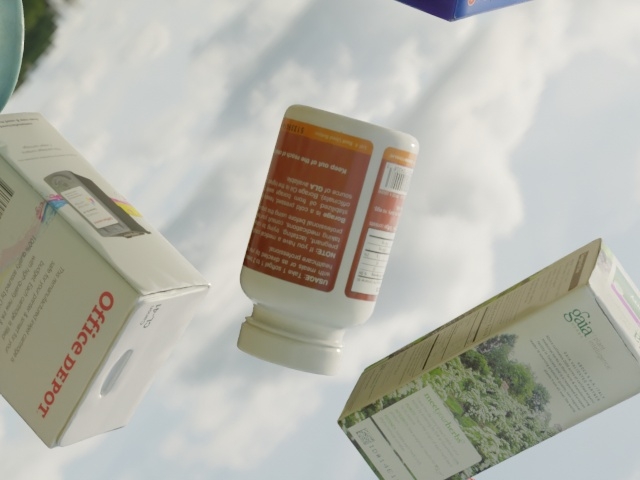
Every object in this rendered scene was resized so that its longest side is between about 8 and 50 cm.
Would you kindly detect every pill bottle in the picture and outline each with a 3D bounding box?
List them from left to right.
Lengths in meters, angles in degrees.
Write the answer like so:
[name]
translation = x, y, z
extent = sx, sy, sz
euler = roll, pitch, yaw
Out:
[pill bottle]
translation = 0.000, 0.000, 1.453
extent = 0.121, 0.121, 0.216
euler = -151, -103, -76

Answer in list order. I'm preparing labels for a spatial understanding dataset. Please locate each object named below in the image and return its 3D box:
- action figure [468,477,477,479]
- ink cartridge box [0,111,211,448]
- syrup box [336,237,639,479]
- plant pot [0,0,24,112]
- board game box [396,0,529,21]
[action figure]
translation = 0.139, 0.259, 1.898
extent = 0.038, 0.115, 0.030
euler = 16, 104, -59
[ink cartridge box]
translation = -0.298, 0.039, 1.838
extent = 0.131, 0.306, 0.226
euler = -13, 141, -56
[syrup box]
translation = 0.139, 0.103, 1.298
extent = 0.237, 0.093, 0.096
euler = -32, -170, 25
[plant pot]
translation = -0.420, -0.194, 1.537
extent = 0.255, 0.271, 0.272
euler = -4, 160, -40
[board game box]
translation = 0.139, -0.309, 0.927
extent = 0.233, 0.078, 0.347
euler = -20, 128, -50
